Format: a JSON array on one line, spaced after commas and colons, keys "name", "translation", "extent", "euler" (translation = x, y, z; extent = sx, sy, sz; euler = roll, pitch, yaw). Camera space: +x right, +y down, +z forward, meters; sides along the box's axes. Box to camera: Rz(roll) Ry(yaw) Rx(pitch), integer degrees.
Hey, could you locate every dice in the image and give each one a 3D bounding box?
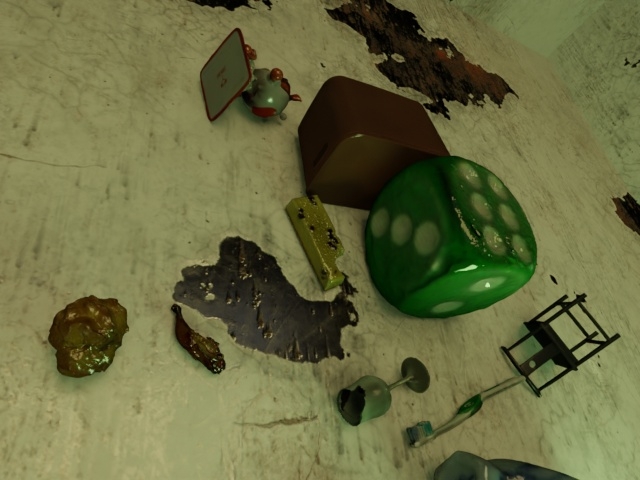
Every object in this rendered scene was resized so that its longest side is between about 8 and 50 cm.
[{"name": "dice", "translation": [0.297, 0.002, 1.031], "extent": [0.287, 0.300, 0.297], "euler": [13, 53, -28]}]

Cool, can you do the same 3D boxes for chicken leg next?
[{"name": "chicken leg", "translation": [-0.215, 0.170, 0.755], "extent": [0.145, 0.037, 0.062], "euler": [45, 24, 1]}]

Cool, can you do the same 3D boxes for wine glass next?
[{"name": "wine glass", "translation": [0.125, 0.294, 0.860], "extent": [0.195, 0.079, 0.079], "euler": [-10, 65, -39]}]

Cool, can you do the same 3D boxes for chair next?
[{"name": "chair", "translation": [0.623, 0.274, 1.172], "extent": [0.260, 0.141, 0.155], "euler": [-35, 78, 1]}]

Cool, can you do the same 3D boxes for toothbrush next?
[{"name": "toothbrush", "translation": [0.341, 0.371, 0.975], "extent": [0.417, 0.042, 0.040], "euler": [-6, 75, -36]}]

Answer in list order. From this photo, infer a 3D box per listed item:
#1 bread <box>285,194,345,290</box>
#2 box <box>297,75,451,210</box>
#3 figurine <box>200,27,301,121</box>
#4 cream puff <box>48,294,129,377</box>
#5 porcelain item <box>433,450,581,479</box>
[{"name": "bread", "translation": [0.000, 0.000, 1.008], "extent": [0.088, 0.049, 0.226], "euler": [-12, 67, -38]}, {"name": "box", "translation": [0.129, -0.239, 1.137], "extent": [0.339, 0.239, 0.230], "euler": [7, 53, -29]}, {"name": "figurine", "translation": [-0.153, -0.384, 1.111], "extent": [0.226, 0.183, 0.160], "euler": [4, 65, -46]}, {"name": "cream puff", "translation": [-0.336, 0.141, 0.643], "extent": [0.094, 0.116, 0.122], "euler": [39, 60, 13]}, {"name": "porcelain item", "translation": [0.406, 0.542, 0.801], "extent": [0.405, 0.178, 0.243], "euler": [26, 49, -12]}]
